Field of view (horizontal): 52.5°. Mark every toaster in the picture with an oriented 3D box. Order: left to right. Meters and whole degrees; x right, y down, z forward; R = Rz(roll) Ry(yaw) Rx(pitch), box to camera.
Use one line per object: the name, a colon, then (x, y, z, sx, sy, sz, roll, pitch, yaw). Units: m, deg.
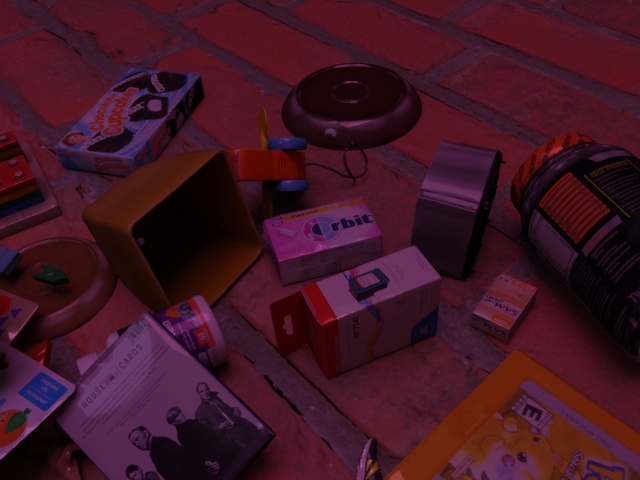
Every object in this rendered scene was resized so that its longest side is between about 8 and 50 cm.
toaster: (0.223, -0.057, 1.053, 0.110, 0.185, 0.168, 15, 49, 14)

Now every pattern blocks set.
pattern blocks set: (-0.530, 0.158, 0.993, 0.285, 0.026, 0.324, 23, 62, 26)

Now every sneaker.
sneaker: (0.064, 0.293, 0.826, 0.035, 0.031, 0.083, 17, 52, 4)

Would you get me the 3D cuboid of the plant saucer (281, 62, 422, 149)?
plant saucer: (0.067, -0.309, 1.423, 0.311, 0.050, 0.310, -2, 44, 2)

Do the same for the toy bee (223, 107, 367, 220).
toy bee: (-0.081, -0.125, 1.196, 0.162, 0.298, 0.195, 2, 75, 47)

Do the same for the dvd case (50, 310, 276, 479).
dvd case: (-0.203, 0.232, 0.825, 0.239, 0.029, 0.179, 40, 79, 16)

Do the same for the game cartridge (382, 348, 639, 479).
game cartridge: (0.283, 0.309, 0.769, 0.285, 0.052, 0.324, -36, 51, -27)

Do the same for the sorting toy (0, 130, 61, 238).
sorting toy: (-0.674, -0.102, 1.259, 0.256, 0.089, 0.257, -26, 48, -19)

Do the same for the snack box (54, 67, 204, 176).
snack box: (-0.406, -0.265, 1.417, 0.187, 0.060, 0.322, 9, 46, 15)

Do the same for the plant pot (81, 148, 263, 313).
plant pot: (-0.255, -0.015, 1.059, 0.187, 0.212, 0.212, 12, 46, 35)

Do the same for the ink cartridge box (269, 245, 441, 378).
ink cartridge box: (0.052, 0.111, 0.934, 0.231, 0.134, 0.078, -20, 47, -13)

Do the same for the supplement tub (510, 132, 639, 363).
supplement tub: (0.441, -0.002, 0.957, 0.207, 0.207, 0.338, -17, 46, -11)

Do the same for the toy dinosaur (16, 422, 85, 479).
toy dinosaur: (-0.335, 0.292, 0.862, 0.183, 0.053, 0.092, 23, 66, 36)

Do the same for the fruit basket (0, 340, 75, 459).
fruit basket: (-0.539, 0.245, 0.807, 0.327, 0.165, 0.353, 17, 53, 34)

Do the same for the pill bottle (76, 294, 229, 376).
pill bottle: (-0.239, 0.164, 0.929, 0.194, 0.108, 0.108, -24, 47, -18)

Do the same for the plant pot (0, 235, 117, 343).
plant pot: (-0.467, 0.071, 1.103, 0.236, 0.032, 0.236, -3, 44, 3)

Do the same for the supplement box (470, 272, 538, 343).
supplement box: (0.280, 0.101, 0.989, 0.062, 0.036, 0.098, 25, 52, 28)

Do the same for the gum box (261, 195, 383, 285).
gum box: (0.000, 0.000, 1.103, 0.189, 0.062, 0.107, -14, 45, -9)
